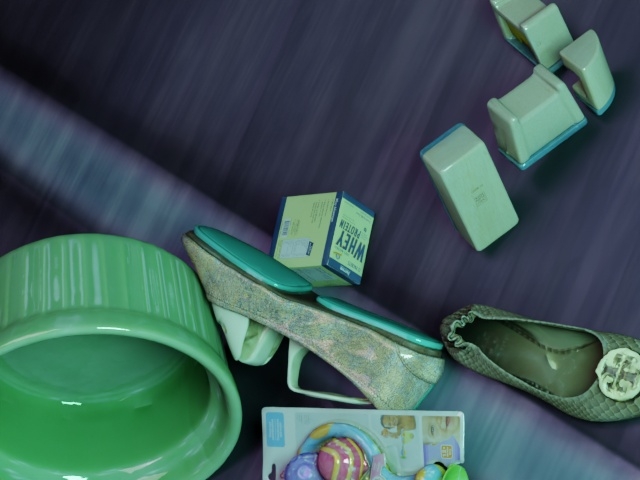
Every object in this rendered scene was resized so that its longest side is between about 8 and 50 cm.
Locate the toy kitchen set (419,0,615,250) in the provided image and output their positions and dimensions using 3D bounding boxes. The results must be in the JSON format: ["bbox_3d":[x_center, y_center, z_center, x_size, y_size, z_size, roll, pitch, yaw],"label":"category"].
[{"bbox_3d":[0.174,-0.127,1.951,0.207,0.122,0.166,-36,45,-7],"label":"toy kitchen set"}]

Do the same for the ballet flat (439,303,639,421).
[{"bbox_3d":[0.204,0.104,1.814,0.250,0.058,0.084,17,80,44],"label":"ballet flat"}]

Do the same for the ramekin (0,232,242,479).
[{"bbox_3d":[-0.234,0.132,2.010,0.303,0.303,0.148,-32,42,23],"label":"ramekin"}]

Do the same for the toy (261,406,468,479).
[{"bbox_3d":[0.027,0.227,1.871,0.237,0.056,0.137,-2,88,35],"label":"toy"}]

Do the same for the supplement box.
[{"bbox_3d":[0.000,0.000,2.044,0.083,0.056,0.083,-4,65,39],"label":"supplement box"}]

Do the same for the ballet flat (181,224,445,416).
[{"bbox_3d":[-0.027,0.088,1.953,0.316,0.107,0.106,27,98,30],"label":"ballet flat"}]
